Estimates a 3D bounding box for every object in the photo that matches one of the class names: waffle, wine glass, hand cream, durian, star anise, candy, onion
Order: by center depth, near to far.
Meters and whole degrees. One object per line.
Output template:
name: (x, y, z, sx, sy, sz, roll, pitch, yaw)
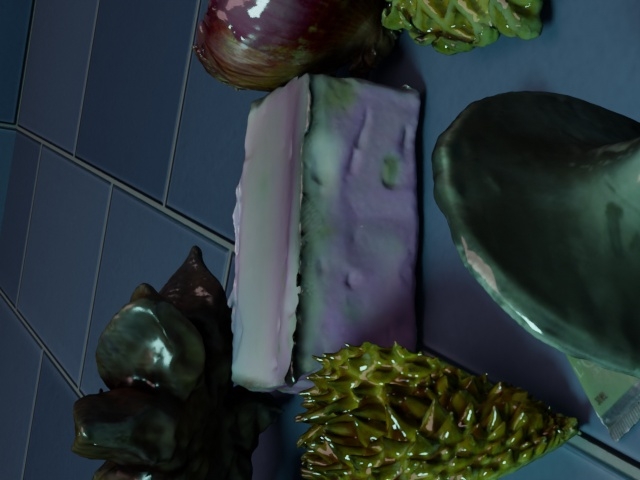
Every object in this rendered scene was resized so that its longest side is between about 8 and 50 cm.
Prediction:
wine glass: (0.213, -0.138, 0.455, 0.406, 0.267, 0.267, 118, 147, -42)
hand cream: (0.157, 0.008, 0.741, 0.086, 0.055, 0.235, -60, 42, 42)
durian: (0.058, 0.151, 0.794, 0.252, 0.139, 0.144, -46, 32, 50)
waffle: (0.117, -0.246, 0.870, 0.208, 0.054, 0.214, 17, 96, 60)
candy: (0.000, 0.000, 0.968, 0.155, 0.116, 0.265, 160, 113, -64)
onion: (-0.003, -0.215, 0.999, 0.230, 0.163, 0.230, -54, -11, -16)
star anise: (-0.122, 0.162, 1.024, 0.108, 0.315, 0.315, 4, 87, 29)
